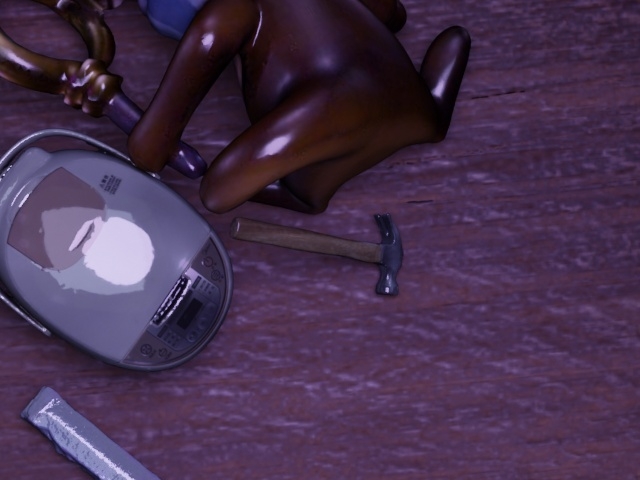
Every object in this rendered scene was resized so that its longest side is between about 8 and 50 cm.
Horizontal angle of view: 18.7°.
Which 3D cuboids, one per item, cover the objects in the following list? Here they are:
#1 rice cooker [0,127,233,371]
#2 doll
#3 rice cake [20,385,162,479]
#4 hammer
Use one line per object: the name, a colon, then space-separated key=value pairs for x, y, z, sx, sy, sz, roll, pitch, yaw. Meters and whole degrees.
rice cooker: x=-0.162 y=0.012 z=1.454 sx=0.206 sy=0.127 sz=0.145 roll=34 pitch=83 yaw=4
doll: x=-0.073 y=-0.164 z=1.449 sx=0.318 sy=0.209 sz=0.339 roll=-37 pitch=88 yaw=-32
rice cake: x=-0.154 y=0.182 z=1.484 sx=0.180 sy=0.030 sz=0.042 roll=40 pitch=79 yaw=2
hammer: x=0.000 y=0.000 z=1.454 sx=0.017 sy=0.182 sz=0.062 roll=3 pitch=84 yaw=43
